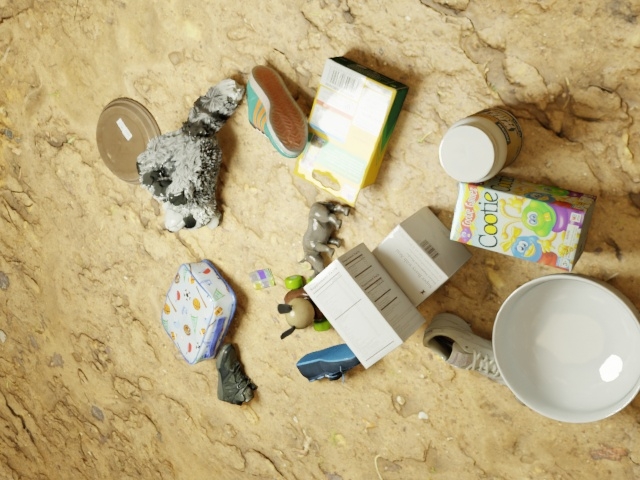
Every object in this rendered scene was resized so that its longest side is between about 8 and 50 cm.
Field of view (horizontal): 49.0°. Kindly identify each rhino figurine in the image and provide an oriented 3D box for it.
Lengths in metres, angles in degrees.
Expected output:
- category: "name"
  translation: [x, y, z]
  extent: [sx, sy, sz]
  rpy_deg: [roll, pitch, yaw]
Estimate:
- category: "rhino figurine"
  translation: [0.000, 0.000, 1.927]
  extent: [0.106, 0.073, 0.243]
  rpy_deg: [25, 120, 18]

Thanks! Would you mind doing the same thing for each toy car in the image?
- category: "toy car"
  translation: [-0.070, 0.201, 1.970]
  extent: [0.149, 0.188, 0.155]
  rpy_deg: [1, 107, 31]

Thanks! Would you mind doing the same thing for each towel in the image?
- category: "towel"
  translation: [-0.177, 0.117, 2.117]
  extent: [0.083, 0.009, 0.060]
  rpy_deg: [-14, 99, 35]

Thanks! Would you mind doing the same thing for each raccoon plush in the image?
- category: "raccoon plush"
  translation: [-0.311, -0.209, 2.026]
  extent: [0.446, 0.299, 0.216]
  rpy_deg: [-41, 65, 4]

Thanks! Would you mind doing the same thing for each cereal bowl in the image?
- category: "cereal bowl"
  translation: [0.576, 0.234, 1.594]
  extent: [0.339, 0.141, 0.338]
  rpy_deg: [4, 96, 37]

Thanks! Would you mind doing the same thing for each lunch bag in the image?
- category: "lunch bag"
  translation: [-0.378, 0.231, 2.189]
  extent: [0.243, 0.115, 0.303]
  rpy_deg: [44, 127, 31]

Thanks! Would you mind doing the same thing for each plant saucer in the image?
- category: "plant saucer"
  translation: [-0.612, -0.308, 2.215]
  extent: [0.278, 0.041, 0.277]
  rpy_deg: [11, 112, 29]

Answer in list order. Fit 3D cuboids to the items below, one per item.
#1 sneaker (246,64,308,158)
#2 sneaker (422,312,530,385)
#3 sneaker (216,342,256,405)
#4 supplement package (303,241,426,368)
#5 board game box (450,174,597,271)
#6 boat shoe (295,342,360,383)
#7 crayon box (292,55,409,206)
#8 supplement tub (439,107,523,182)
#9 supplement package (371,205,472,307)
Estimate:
- category: "sneaker"
  translation: [-0.119, -0.314, 1.835]
  extent: [0.302, 0.108, 0.121]
  rpy_deg: [68, 150, 30]
- category: "sneaker"
  translation: [0.391, 0.297, 1.745]
  extent: [0.305, 0.152, 0.114]
  rpy_deg: [25, 117, 20]
- category: "sneaker"
  translation: [-0.265, 0.434, 2.241]
  extent: [0.130, 0.087, 0.227]
  rpy_deg: [15, 117, 25]
- category: "supplement package"
  translation: [0.105, 0.150, 1.661]
  extent: [0.244, 0.134, 0.139]
  rpy_deg: [52, 126, 6]
- category: "board game box"
  translation: [0.455, -0.051, 1.584]
  extent: [0.275, 0.144, 0.142]
  rpy_deg: [16, 114, 25]
- category: "boat shoe"
  translation: [0.042, 0.357, 2.028]
  extent: [0.258, 0.109, 0.089]
  rpy_deg: [-18, 105, 51]
- category: "crayon box"
  translation: [0.070, -0.275, 1.778]
  extent: [0.203, 0.083, 0.323]
  rpy_deg: [30, 120, 20]
- category: "supplement tub"
  translation: [0.355, -0.210, 1.553]
  extent: [0.144, 0.200, 0.144]
  rpy_deg: [11, 113, 28]
- category: "supplement package"
  translation: [0.200, 0.087, 1.771]
  extent: [0.177, 0.175, 0.293]
  rpy_deg: [47, 125, 8]
